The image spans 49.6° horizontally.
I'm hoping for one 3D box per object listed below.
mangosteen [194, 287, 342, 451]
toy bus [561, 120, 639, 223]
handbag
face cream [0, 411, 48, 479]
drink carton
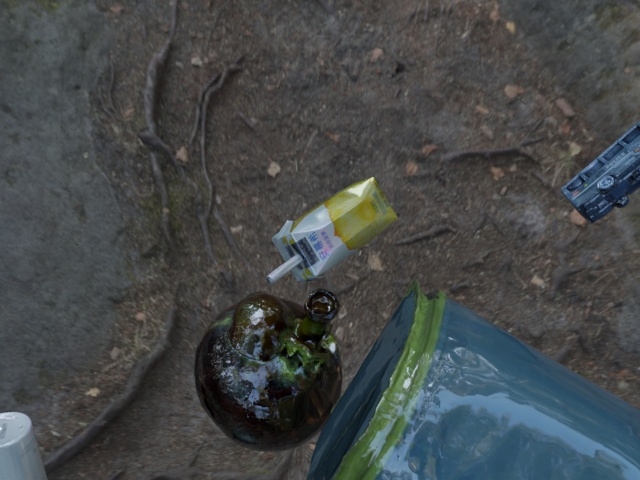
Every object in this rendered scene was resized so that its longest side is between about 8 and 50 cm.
[{"bbox_3d":[-0.054,0.177,1.003,0.231,0.289,0.231,20,52,-27],"label":"mangosteen"},{"bbox_3d":[0.381,-0.095,0.858,0.166,0.065,0.047,-43,123,14],"label":"toy bus"},{"bbox_3d":[0.116,0.201,0.534,0.241,0.263,0.222,27,35,3],"label":"handbag"},{"bbox_3d":[-0.511,0.461,1.190,0.102,0.102,0.345,-3,113,-3],"label":"face cream"},{"bbox_3d":[0.000,0.000,0.869,0.200,0.074,0.084,-34,100,-26],"label":"drink carton"}]
